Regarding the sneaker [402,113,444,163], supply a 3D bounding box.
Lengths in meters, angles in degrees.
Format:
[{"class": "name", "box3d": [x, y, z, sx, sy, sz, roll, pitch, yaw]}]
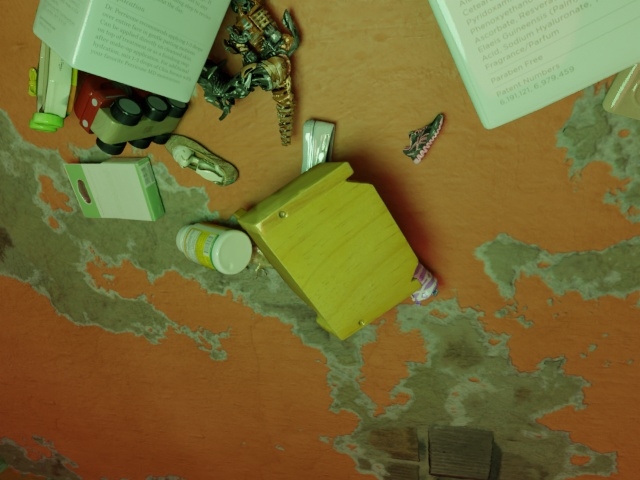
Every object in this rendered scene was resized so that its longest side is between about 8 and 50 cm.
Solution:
[{"class": "sneaker", "box3d": [0.220, -0.226, 0.958, 0.057, 0.047, 0.119, 35, 123, 6]}]

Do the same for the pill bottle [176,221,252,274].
[{"class": "pill bottle", "box3d": [-0.288, 0.014, 1.167, 0.208, 0.117, 0.117, 13, 129, 40]}]

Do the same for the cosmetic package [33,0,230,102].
[{"class": "cosmetic package", "box3d": [-0.260, -0.487, 0.716, 0.161, 0.230, 0.453, 40, 111, 26]}]

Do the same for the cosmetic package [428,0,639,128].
[{"class": "cosmetic package", "box3d": [0.304, -0.439, 0.621, 0.327, 0.329, 0.393, -22, 114, 26]}]

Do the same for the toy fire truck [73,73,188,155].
[{"class": "toy fire truck", "box3d": [-0.443, -0.342, 0.971, 0.246, 0.217, 0.158, 47, 123, 2]}]

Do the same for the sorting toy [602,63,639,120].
[{"class": "sorting toy", "box3d": [0.659, -0.302, 0.794, 0.208, 0.038, 0.193, 19, 125, 8]}]

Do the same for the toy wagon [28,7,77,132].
[{"class": "toy wagon", "box3d": [-0.604, -0.380, 0.990, 0.344, 0.068, 0.267, 10, 95, 53]}]

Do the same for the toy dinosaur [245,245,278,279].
[{"class": "toy dinosaur", "box3d": [-0.194, 0.049, 1.249, 0.183, 0.053, 0.092, 35, 107, -11]}]

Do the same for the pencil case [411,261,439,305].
[{"class": "pencil case", "box3d": [0.203, 0.071, 1.120, 0.206, 0.086, 0.088, 42, 83, -9]}]

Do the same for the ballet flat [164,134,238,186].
[{"class": "ballet flat", "box3d": [-0.306, -0.197, 1.100, 0.206, 0.067, 0.073, 25, 126, -1]}]

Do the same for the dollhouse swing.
[{"class": "dollhouse swing", "box3d": [0.000, 0.000, 1.060, 0.315, 0.305, 0.347, -34, 114, 3]}]

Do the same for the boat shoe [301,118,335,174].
[{"class": "boat shoe", "box3d": [-0.001, -0.164, 1.029, 0.076, 0.083, 0.226, 7, 122, 12]}]

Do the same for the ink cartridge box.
[{"class": "ink cartridge box", "box3d": [-0.563, -0.141, 1.214, 0.235, 0.056, 0.171, 4, 122, 16]}]

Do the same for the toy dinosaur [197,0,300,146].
[{"class": "toy dinosaur", "box3d": [-0.136, -0.354, 0.915, 0.218, 0.164, 0.321, -18, 95, 7]}]
